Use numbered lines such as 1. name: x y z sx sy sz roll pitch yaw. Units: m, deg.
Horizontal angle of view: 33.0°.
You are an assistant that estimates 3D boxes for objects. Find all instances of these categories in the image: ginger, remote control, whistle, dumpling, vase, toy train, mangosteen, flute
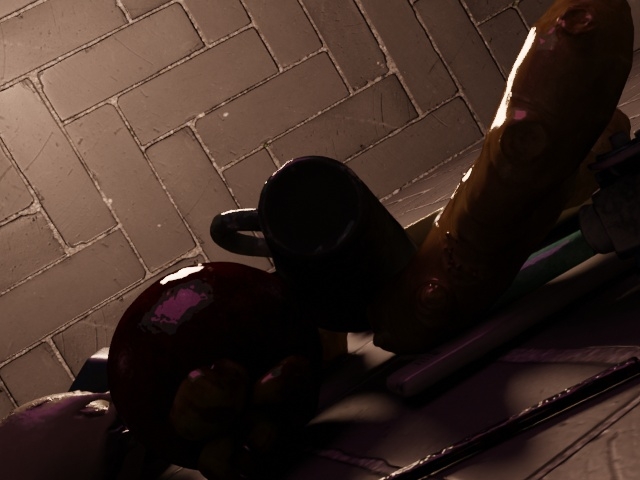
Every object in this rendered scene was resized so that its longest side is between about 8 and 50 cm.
1. ginger: 0.166 -0.031 0.977 0.348 0.122 0.363 -51 -11 -1
2. remote control: 0.179 0.075 0.988 0.261 0.029 0.067 -29 1 -9
3. whistle: 0.217 0.034 1.115 0.186 0.039 0.039 -29 4 17
4. dumpling: -0.278 0.263 1.243 0.293 0.163 0.204 -31 -30 6
5. vase: 0.000 0.000 1.124 0.251 0.156 0.301 8 -11 9
6. toy train: 0.357 -0.070 0.857 0.300 0.131 0.202 -25 -1 43
7. mangosteen: -0.095 0.136 1.041 0.215 0.215 0.257 -30 26 0
8. flute: 0.103 0.145 0.758 0.270 0.014 0.014 -29 4 13

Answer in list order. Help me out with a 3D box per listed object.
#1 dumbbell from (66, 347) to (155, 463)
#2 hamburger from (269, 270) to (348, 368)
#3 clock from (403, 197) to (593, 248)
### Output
1. dumbbell: -0.233 0.192 1.518 0.156 0.144 0.316 -58 -3 14
2. hamburger: -0.075 0.122 1.344 0.237 0.148 0.237 -22 1 0
3. clock: 0.166 -0.002 1.392 0.379 0.120 0.276 -29 -1 6
